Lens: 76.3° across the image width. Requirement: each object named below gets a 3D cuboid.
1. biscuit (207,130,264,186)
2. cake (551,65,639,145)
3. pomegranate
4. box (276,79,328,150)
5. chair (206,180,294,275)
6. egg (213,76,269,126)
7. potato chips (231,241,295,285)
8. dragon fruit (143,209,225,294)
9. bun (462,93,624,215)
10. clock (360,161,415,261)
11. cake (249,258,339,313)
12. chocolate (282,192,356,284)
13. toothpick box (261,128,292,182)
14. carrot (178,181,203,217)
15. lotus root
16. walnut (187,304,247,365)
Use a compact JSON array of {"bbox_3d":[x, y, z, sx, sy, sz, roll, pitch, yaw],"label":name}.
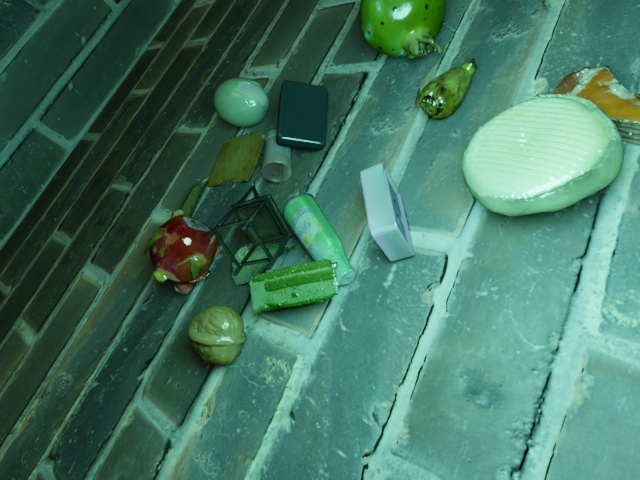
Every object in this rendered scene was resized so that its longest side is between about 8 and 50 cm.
[{"bbox_3d":[-0.312,-0.307,1.526,0.232,0.013,0.236,-1,63,34],"label":"biscuit"},{"bbox_3d":[0.605,-0.268,0.828,0.135,0.098,0.287,-41,47,6],"label":"cake"},{"bbox_3d":[0.258,-0.671,1.229,0.261,0.260,0.340,-31,63,14],"label":"pomegranate"},{"bbox_3d":[-0.057,-0.404,1.318,0.160,0.050,0.230,6,71,-9],"label":"box"},{"bbox_3d":[-0.163,-0.045,1.104,0.142,0.154,0.260,-11,33,30],"label":"chair"},{"bbox_3d":[-0.288,-0.515,1.532,0.217,0.183,0.183,26,79,27],"label":"egg"},{"bbox_3d":[-0.166,0.058,1.166,0.228,0.059,0.167,1,55,45],"label":"potato chips"},{"bbox_3d":[-0.426,0.035,1.265,0.227,0.224,0.224,-53,47,11],"label":"dragon fruit"},{"bbox_3d":[0.444,-0.160,0.838,0.288,0.146,0.287,-20,52,27],"label":"bun"},{"bbox_3d":[0.159,-0.066,0.967,0.063,0.150,0.197,-19,54,20],"label":"clock"},{"bbox_3d":[-0.069,0.113,0.995,0.235,0.099,0.100,-19,75,38],"label":"cake"},{"bbox_3d":[0.000,0.000,1.070,0.110,0.110,0.291,-40,51,7],"label":"chocolate"},{"bbox_3d":[-0.141,-0.277,1.335,0.099,0.098,0.148,-18,53,24],"label":"toothpick box"},{"bbox_3d":[-0.502,-0.076,1.476,0.070,0.070,0.342,2,63,35],"label":"carrot"},{"bbox_3d":[0.349,-0.408,1.099,0.191,0.094,0.108,-44,71,-8],"label":"lotus root"},{"bbox_3d":[-0.270,0.245,1.066,0.167,0.149,0.166,-7,80,48],"label":"walnut"}]
